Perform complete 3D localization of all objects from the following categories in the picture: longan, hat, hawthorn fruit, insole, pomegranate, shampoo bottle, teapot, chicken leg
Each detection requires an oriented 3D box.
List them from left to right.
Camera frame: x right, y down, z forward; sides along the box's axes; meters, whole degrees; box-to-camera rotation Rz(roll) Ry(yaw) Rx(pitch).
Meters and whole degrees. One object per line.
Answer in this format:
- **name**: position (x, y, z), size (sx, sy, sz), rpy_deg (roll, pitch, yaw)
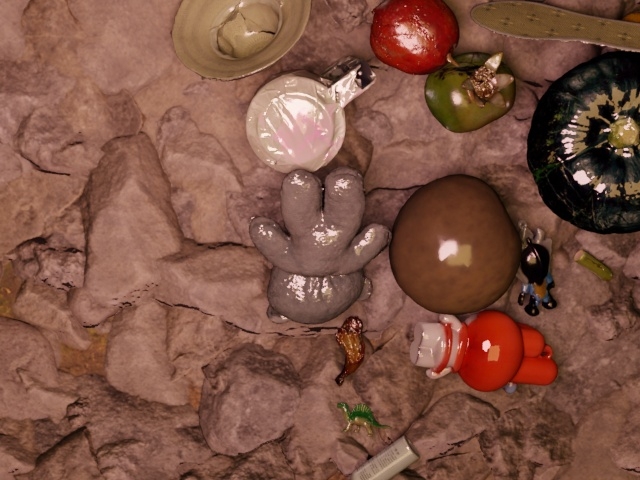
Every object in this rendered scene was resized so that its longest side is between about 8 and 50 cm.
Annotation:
- **hat**: position (-0.114, -0.338, 1.513), size (0.252, 0.252, 0.110), rpy_deg (-30, 148, 5)
- **teapot**: position (-0.027, -0.235, 1.529), size (0.163, 0.178, 0.222), rpy_deg (26, 110, -11)
- **chicken leg**: position (0.056, 0.213, 1.743), size (0.062, 0.037, 0.145), rpy_deg (6, 107, 17)
- **shampoo bottle**: position (0.103, 0.463, 1.813), size (0.195, 0.056, 0.056), rpy_deg (-36, 106, 8)
- **hawthorn fruit**: position (0.164, -0.341, 1.515), size (0.172, 0.148, 0.148), rpy_deg (33, 103, 14)
- **longan**: position (0.238, 0.007, 1.604), size (0.248, 0.248, 0.248), rpy_deg (-1, 107, -4)
- **pomegranate**: position (0.257, -0.254, 1.536), size (0.152, 0.191, 0.131), rpy_deg (-25, 93, 2)
- **insole**: position (0.412, -0.361, 1.538), size (0.322, 0.109, 0.007), rpy_deg (13, 142, 12)

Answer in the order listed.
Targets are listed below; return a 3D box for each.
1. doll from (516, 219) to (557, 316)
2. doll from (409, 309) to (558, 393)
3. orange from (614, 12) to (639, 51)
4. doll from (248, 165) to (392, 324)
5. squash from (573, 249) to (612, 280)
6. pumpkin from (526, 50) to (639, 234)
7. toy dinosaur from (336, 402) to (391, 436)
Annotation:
- **doll**: position (0.395, 0.049, 1.703), size (0.095, 0.070, 0.195), rpy_deg (-24, 115, -13)
- **doll**: position (0.315, 0.208, 1.715), size (0.290, 0.130, 0.161), rpy_deg (8, 104, -13)
- **orange**: position (0.556, -0.350, 1.586), size (0.095, 0.085, 0.085), rpy_deg (27, 103, -19)
- **doll**: position (-0.001, -0.002, 1.598), size (0.245, 0.158, 0.341), rpy_deg (-6, 125, -4)
- **squash**: position (0.521, 0.049, 1.733), size (0.083, 0.027, 0.027), rpy_deg (32, 102, -15)
- **pumpkin**: position (0.504, -0.162, 1.566), size (0.315, 0.238, 0.316), rpy_deg (0, 90, 2)
- **toy dinosaur**: position (0.087, 0.352, 1.795), size (0.119, 0.029, 0.061), rpy_deg (11, 89, -10)
